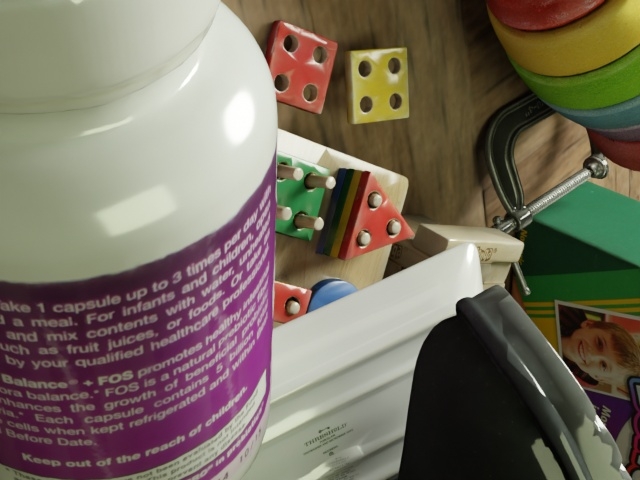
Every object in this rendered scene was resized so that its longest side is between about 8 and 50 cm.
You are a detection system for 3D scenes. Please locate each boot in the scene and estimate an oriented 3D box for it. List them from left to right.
[{"bbox_3d":[-0.037,0.260,0.596,0.445,0.146,0.367,-25,127,-7],"label":"boot"}]

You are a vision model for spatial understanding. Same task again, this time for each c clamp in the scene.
[{"bbox_3d":[0.185,-0.056,0.850,0.161,0.022,0.137,-36,109,-28],"label":"c clamp"}]

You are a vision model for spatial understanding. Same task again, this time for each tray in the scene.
[{"bbox_3d":[-0.002,0.115,0.627,0.270,0.030,0.145,-23,121,-19],"label":"tray"}]

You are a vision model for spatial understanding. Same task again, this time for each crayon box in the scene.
[{"bbox_3d":[0.309,0.172,0.910,0.106,0.313,0.363,-26,129,-34],"label":"crayon box"}]

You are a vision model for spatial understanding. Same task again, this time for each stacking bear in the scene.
[{"bbox_3d":[0.183,-0.179,0.708,0.289,0.175,0.164,32,81,-41],"label":"stacking bear"}]

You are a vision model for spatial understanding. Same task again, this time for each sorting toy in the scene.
[{"bbox_3d":[0.000,0.000,0.643,0.132,0.046,0.274,18,87,-37],"label":"sorting toy"}]

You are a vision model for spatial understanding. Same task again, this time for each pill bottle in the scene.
[{"bbox_3d":[-0.101,-0.011,0.445,0.169,0.169,0.301,-33,147,-29],"label":"pill bottle"}]

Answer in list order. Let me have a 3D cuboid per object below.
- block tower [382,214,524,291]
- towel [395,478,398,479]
[{"bbox_3d":[0.039,0.136,0.784,0.091,0.097,0.335,0,114,-46],"label":"block tower"},{"bbox_3d":[-0.064,0.285,0.723,0.271,0.040,0.370,13,103,-20],"label":"towel"}]
